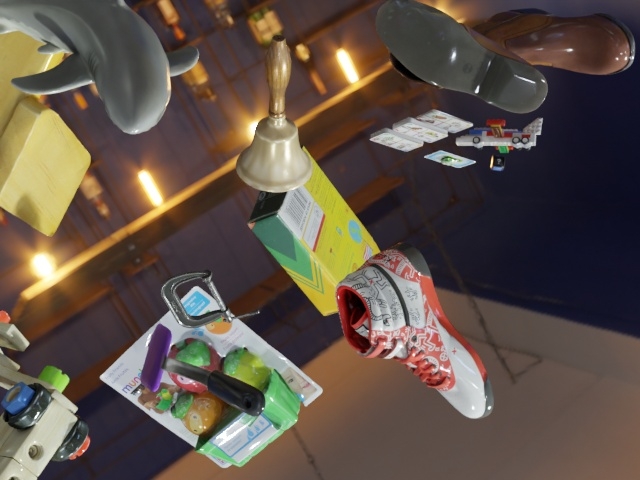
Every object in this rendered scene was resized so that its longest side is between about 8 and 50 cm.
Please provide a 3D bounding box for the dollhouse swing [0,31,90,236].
[{"bbox_3d":[-0.406,-0.240,1.029,0.305,0.347,0.315,-59,177,-9],"label":"dollhouse swing"}]

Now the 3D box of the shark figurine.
[{"bbox_3d":[-0.202,-0.183,0.674,0.278,0.116,0.166,23,-140,18],"label":"shark figurine"}]

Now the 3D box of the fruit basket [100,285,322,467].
[{"bbox_3d":[-0.229,0.304,1.850,0.327,0.353,0.165,-41,-157,22],"label":"fruit basket"}]

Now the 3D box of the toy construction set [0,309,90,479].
[{"bbox_3d":[-0.359,0.221,0.890,0.215,0.151,0.327,-8,-124,43],"label":"toy construction set"}]

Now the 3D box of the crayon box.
[{"bbox_3d":[0.000,0.000,1.735,0.081,0.318,0.202,-19,-146,30],"label":"crayon box"}]

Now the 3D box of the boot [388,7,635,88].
[{"bbox_3d":[0.283,-0.282,1.324,0.280,0.096,0.264,-19,-142,-27],"label":"boot"}]

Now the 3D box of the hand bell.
[{"bbox_3d":[-0.066,-0.206,1.367,0.126,0.242,0.126,3,-136,-3],"label":"hand bell"}]

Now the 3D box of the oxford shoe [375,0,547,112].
[{"bbox_3d":[0.157,-0.214,1.026,0.076,0.212,0.076,-58,-169,24],"label":"oxford shoe"}]

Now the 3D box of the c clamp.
[{"bbox_3d":[-0.201,0.101,1.566,0.137,0.160,0.022,-22,-135,6],"label":"c clamp"}]

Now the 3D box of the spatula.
[{"bbox_3d":[-0.148,0.160,1.065,0.296,0.030,0.084,10,-96,51],"label":"spatula"}]

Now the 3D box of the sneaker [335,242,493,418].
[{"bbox_3d":[0.120,0.148,1.208,0.145,0.270,0.090,-27,180,-36],"label":"sneaker"}]

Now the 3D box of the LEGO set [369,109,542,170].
[{"bbox_3d":[0.230,-0.171,1.440,0.182,0.244,0.060,-16,-117,60],"label":"LEGO set"}]
